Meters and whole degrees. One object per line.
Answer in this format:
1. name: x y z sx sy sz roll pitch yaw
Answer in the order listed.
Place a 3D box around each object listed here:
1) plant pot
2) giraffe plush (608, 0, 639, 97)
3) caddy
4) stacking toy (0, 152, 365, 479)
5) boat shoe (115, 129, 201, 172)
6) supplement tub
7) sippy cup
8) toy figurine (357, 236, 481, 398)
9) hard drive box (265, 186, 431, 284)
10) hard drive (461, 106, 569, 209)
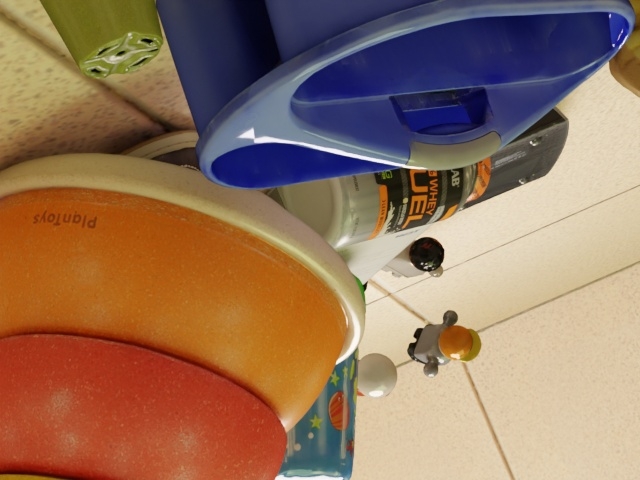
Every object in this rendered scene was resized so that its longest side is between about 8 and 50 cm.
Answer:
1. plant pot: -0.128 -0.140 0.777 0.083 0.079 0.083 -22 168 -5
2. giraffe plush: 0.297 -0.202 1.065 0.210 0.181 0.170 -7 -179 8
3. caddy: 0.058 -0.130 0.909 0.341 0.179 0.241 -11 164 -41
4. stacking toy: -0.178 0.203 1.044 0.351 0.480 0.350 12 153 6
5. boat shoe: -0.127 -0.022 1.225 0.103 0.092 0.285 -21 167 -6
6. supplement tub: 0.068 -0.065 1.325 0.190 0.117 0.117 -16 165 -30
7. sippy cup: -0.057 0.164 1.445 0.240 0.224 0.305 -17 156 29
8. toy figurine: 0.094 0.100 1.821 0.210 0.213 0.148 -16 179 -23
9. hard drive box: 0.000 0.000 1.534 0.181 0.089 0.232 -15 165 -29
10. hard drive: 0.196 -0.095 1.550 0.172 0.054 0.254 -23 169 0
